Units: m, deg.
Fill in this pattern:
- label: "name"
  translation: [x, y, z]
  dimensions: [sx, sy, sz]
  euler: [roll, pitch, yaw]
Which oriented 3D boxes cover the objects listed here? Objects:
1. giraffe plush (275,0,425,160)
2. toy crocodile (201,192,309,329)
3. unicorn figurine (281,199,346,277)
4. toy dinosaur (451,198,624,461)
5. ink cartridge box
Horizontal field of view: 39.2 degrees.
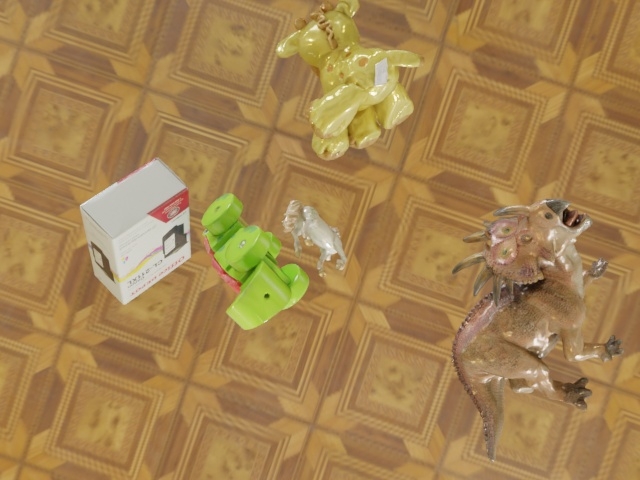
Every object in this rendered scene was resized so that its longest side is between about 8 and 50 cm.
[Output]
- label: "giraffe plush"
  translation: [0.028, -0.246, 1.282]
  dimensions: [0.181, 0.210, 0.170]
  euler: [-25, 66, -25]
- label: "toy crocodile"
  translation: [-0.112, 0.025, 1.299]
  dimensions: [0.105, 0.340, 0.115]
  euler: [-43, 119, 1]
- label: "unicorn figurine"
  translation: [0.000, 0.000, 1.304]
  dimensions: [0.060, 0.111, 0.162]
  euler: [-16, 129, 14]
- label: "toy dinosaur"
  translation: [0.208, 0.084, 0.973]
  dimensions: [0.200, 0.127, 0.295]
  euler: [23, 107, -21]
- label: "ink cartridge box"
  translation: [-0.247, -0.010, 1.228]
  dimensions: [0.127, 0.175, 0.072]
  euler: [-38, 68, -26]
